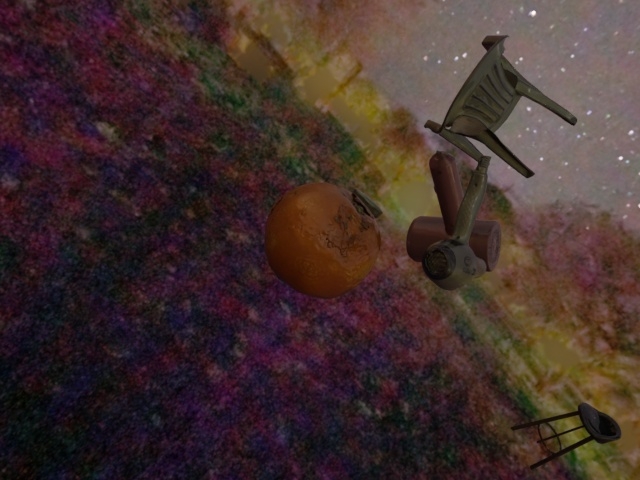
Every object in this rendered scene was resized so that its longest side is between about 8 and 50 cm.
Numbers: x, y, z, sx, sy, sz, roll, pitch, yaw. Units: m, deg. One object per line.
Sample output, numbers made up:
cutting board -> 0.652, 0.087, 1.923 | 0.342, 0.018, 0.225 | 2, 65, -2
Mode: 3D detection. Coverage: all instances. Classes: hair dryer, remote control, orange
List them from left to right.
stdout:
orange -> 0.000, 0.000, 0.989 | 0.246, 0.246, 0.246 | 45, 13, -14
remote control -> 0.105, -0.097, 1.182 | 0.090, 0.038, 0.309 | 43, 6, -2
hair dryer -> 0.294, -0.074, 1.110 | 0.210, 0.125, 0.353 | 7, -40, 34
hair dryer -> 0.263, -0.003, 0.831 | 0.088, 0.225, 0.219 | 20, -14, 32

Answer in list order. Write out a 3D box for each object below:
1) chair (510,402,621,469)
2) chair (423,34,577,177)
chair -> 0.571, 0.449, 1.106 | 0.095, 0.221, 0.104 | 52, 37, 2
chair -> 0.335, -0.257, 0.904 | 0.274, 0.204, 0.191 | 25, 19, -25
